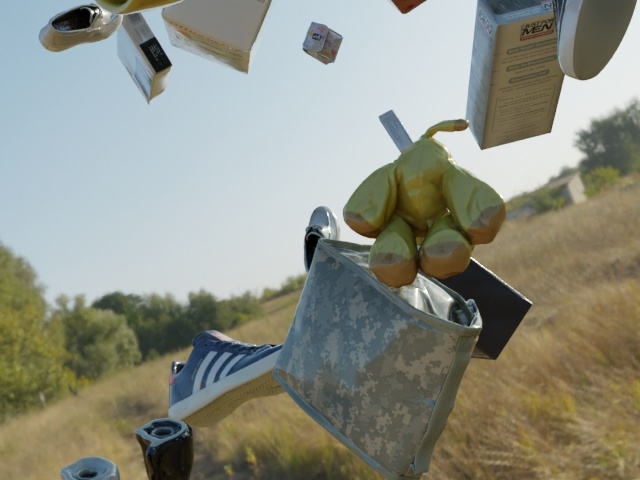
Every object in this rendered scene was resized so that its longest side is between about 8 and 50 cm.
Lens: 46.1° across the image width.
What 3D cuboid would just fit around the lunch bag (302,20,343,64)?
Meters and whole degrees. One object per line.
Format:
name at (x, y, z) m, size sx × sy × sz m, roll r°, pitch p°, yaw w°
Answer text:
lunch bag at (0.003, -0.456, 1.738) m, size 0.083 × 0.071 × 0.053 m, roll 25°, pitch -10°, yaw -28°

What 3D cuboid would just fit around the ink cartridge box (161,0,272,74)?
ink cartridge box at (-0.181, -0.433, 1.397) m, size 0.171 × 0.168 × 0.232 m, roll 21°, pitch -1°, yaw -7°

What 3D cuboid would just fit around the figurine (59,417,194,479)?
figurine at (-0.268, 0.402, 1.100) m, size 0.092 × 0.210 × 0.214 m, roll 2°, pitch 15°, yaw 41°

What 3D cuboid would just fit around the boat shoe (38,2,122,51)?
boat shoe at (-0.428, -0.401, 1.369) m, size 0.184 × 0.066 × 0.063 m, roll -33°, pitch 1°, yaw -42°

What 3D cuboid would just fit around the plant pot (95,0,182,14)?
plant pot at (-0.168, -0.422, 0.916) m, size 0.239 × 0.254 × 0.254 m, roll -23°, pitch -3°, yaw -30°

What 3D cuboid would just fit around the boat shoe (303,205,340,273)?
boat shoe at (-0.001, 0.001, 1.816) m, size 0.079 × 0.228 × 0.081 m, roll -11°, pitch -34°, yaw 18°

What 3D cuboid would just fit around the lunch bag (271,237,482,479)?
lunch bag at (0.090, 0.158, 1.029) m, size 0.168 × 0.235 × 0.287 m, roll 8°, pitch 19°, yaw -36°

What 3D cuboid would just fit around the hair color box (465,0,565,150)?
hair color box at (0.445, -0.387, 1.703) m, size 0.185 × 0.114 × 0.374 m, roll -15°, pitch -36°, yaw -5°

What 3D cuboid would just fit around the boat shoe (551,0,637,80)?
boat shoe at (0.315, -0.353, 0.906) m, size 0.113 × 0.306 × 0.105 m, roll -18°, pitch 29°, yaw -31°

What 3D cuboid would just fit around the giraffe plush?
giraffe plush at (0.131, -0.032, 0.915) m, size 0.181 × 0.210 × 0.170 m, roll -15°, pitch -25°, yaw 13°

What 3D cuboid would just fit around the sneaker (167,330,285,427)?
sneaker at (-0.151, 0.212, 1.336) m, size 0.350 × 0.148 × 0.131 m, roll -29°, pitch -31°, yaw 28°

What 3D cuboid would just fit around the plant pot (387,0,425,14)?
plant pot at (0.166, -0.610, 1.478) m, size 0.267 × 0.236 × 0.267 m, roll -32°, pitch -8°, yaw 17°

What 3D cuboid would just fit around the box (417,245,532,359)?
box at (0.323, 0.150, 1.914) m, size 0.183 × 0.294 × 0.296 m, roll -55°, pitch 3°, yaw -11°

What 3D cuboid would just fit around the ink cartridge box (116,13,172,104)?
ink cartridge box at (-0.482, -0.490, 2.035) m, size 0.069 × 0.176 × 0.371 m, roll -33°, pitch 7°, yaw -16°
